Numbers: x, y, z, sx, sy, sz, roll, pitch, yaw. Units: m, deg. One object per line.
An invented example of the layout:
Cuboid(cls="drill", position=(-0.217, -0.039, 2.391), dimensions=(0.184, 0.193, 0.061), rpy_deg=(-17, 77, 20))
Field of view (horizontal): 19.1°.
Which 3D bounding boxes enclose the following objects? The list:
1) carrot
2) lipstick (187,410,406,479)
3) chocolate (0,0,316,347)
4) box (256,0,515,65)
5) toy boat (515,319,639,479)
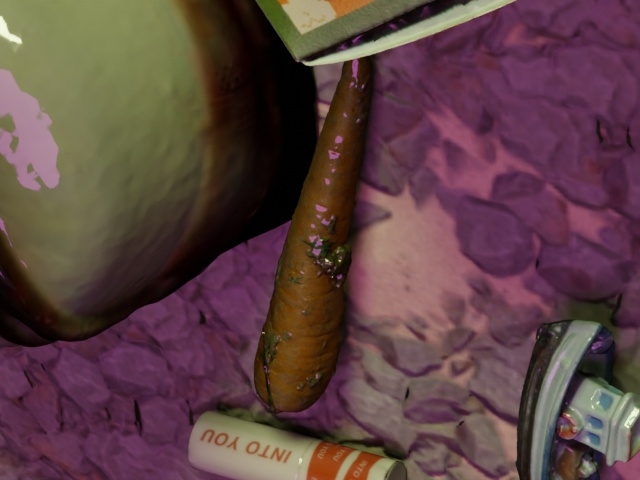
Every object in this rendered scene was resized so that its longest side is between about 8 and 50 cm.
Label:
Cuboid(cls="carrot", position=(0.000, 0.000, 1.032), dimensions=(0.049, 0.049, 0.254), rpy_deg=(23, 130, 14))
Cuboid(cls="lipstick", position=(-0.015, 0.136, 1.149), dimensions=(0.130, 0.038, 0.038), rpy_deg=(12, 130, 23))
Cuboid(cls="chocolate", position=(-0.166, -0.056, 0.985), dimensions=(0.283, 0.186, 0.284), rpy_deg=(17, 132, 19))
Cuboid(cls="box", position=(0.061, -0.191, 0.729), dimensions=(0.177, 0.195, 0.148), rpy_deg=(-21, 112, 40))
Cuboid(cls="toy boat", position=(0.141, 0.098, 1.007), dimensions=(0.066, 0.059, 0.140), rpy_deg=(24, 134, 31))
